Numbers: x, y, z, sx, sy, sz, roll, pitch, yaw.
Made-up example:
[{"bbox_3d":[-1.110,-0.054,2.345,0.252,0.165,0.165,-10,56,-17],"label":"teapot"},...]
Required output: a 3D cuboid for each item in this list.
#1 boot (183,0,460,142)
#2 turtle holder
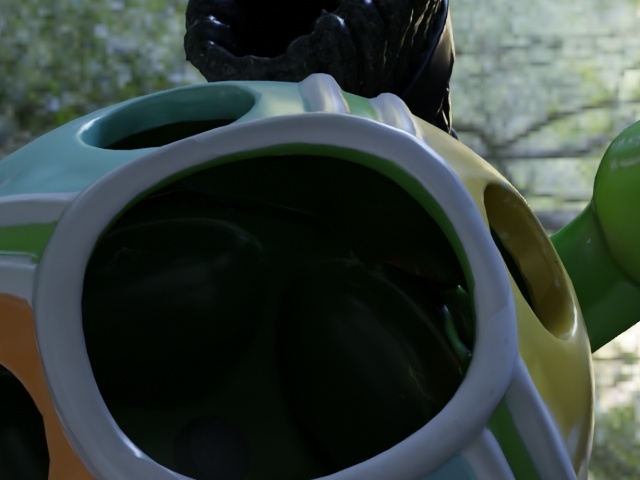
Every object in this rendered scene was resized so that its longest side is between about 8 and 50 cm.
[{"bbox_3d":[-0.004,-0.001,0.902,0.260,0.131,0.348,83,15,-59],"label":"boot"},{"bbox_3d":[0.002,0.062,0.602,0.227,0.320,0.243,116,-22,-65],"label":"turtle holder"}]
